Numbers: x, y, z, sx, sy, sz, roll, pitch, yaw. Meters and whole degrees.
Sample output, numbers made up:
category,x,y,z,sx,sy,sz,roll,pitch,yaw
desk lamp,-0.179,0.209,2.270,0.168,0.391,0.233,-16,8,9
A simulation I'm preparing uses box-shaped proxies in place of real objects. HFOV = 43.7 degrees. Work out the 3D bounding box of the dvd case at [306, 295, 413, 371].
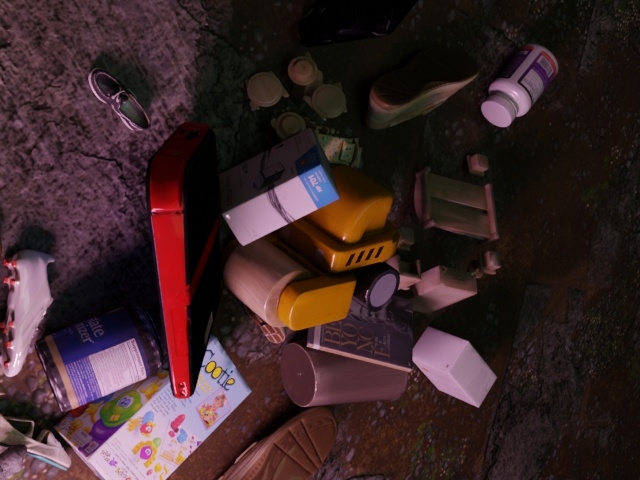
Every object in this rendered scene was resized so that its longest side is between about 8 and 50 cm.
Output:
category,x,y,z,sx,sy,sz,roll,pitch,yaw
dvd case,0.084,0.164,1.600,0.221,0.018,0.165,16,52,-14

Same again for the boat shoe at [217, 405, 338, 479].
category,x,y,z,sx,sy,sz,roll,pitch,yaw
boat shoe,-0.112,0.443,1.568,0.341,0.110,0.122,-38,112,-24

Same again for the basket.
category,x,y,z,sx,sy,sz,roll,pitch,yaw
basket,0.045,0.250,1.629,0.226,0.154,0.205,-7,90,-35

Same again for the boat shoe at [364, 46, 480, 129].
category,x,y,z,sx,sy,sz,roll,pitch,yaw
boat shoe,0.210,-0.316,1.666,0.302,0.109,0.098,-31,159,-32

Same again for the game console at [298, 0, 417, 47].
category,x,y,z,sx,sy,sz,roll,pitch,yaw
game console,0.117,-0.477,1.469,0.361,0.213,0.044,-55,130,-31

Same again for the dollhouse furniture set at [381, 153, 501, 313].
category,x,y,z,sx,sy,sz,roll,pitch,yaw
dollhouse furniture set,0.227,-0.035,1.786,0.303,0.173,0.356,13,63,-30

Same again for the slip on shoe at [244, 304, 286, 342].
category,x,y,z,sx,sy,sz,roll,pitch,yaw
slip on shoe,-0.105,0.137,1.540,0.135,0.051,0.041,58,24,-26

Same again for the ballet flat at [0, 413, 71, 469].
category,x,y,z,sx,sy,sz,roll,pitch,yaw
ballet flat,-0.457,0.318,1.269,0.168,0.057,0.052,39,65,-40

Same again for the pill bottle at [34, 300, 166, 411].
category,x,y,z,sx,sy,sz,roll,pitch,yaw
pill bottle,-0.328,0.175,1.269,0.219,0.123,0.123,-22,116,-22

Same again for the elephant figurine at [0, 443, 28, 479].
category,x,y,z,sx,sy,sz,roll,pitch,yaw
elephant figurine,-0.571,0.364,1.130,0.186,0.169,0.240,79,36,-70

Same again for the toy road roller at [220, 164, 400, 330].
category,x,y,z,sx,sy,sz,roll,pitch,yaw
toy road roller,0.000,0.000,1.451,0.329,0.202,0.241,-12,125,-41

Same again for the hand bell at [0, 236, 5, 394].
category,x,y,z,sx,sy,sz,roll,pitch,yaw
hand bell,-0.498,0.094,1.157,0.126,0.126,0.242,17,78,-42

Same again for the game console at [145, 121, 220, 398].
category,x,y,z,sx,sy,sz,roll,pitch,yaw
game console,-0.203,0.008,1.234,0.060,0.386,0.342,1,108,-1

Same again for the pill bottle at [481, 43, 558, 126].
category,x,y,z,sx,sy,sz,roll,pitch,yaw
pill bottle,0.459,-0.357,1.856,0.193,0.108,0.108,-50,128,-20

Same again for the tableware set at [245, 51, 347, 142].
category,x,y,z,sx,sy,sz,roll,pitch,yaw
tableware set,-0.043,-0.259,1.437,0.168,0.020,0.141,-31,86,-12

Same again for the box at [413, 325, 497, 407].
category,x,y,z,sx,sy,sz,roll,pitch,yaw
box,0.314,0.298,1.885,0.091,0.130,0.170,-54,130,-16

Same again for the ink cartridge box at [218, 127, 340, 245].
category,x,y,z,sx,sy,sz,roll,pitch,yaw
ink cartridge box,-0.075,-0.094,1.383,0.190,0.140,0.082,-25,125,7

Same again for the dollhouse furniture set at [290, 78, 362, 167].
category,x,y,z,sx,sy,sz,roll,pitch,yaw
dollhouse furniture set,0.037,-0.225,1.525,0.181,0.101,0.161,3,99,-42

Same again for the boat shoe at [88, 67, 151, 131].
category,x,y,z,sx,sy,sz,roll,pitch,yaw
boat shoe,-0.315,-0.221,1.261,0.046,0.038,0.125,-49,128,-21

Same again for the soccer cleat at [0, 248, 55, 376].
category,x,y,z,sx,sy,sz,roll,pitch,yaw
soccer cleat,-0.447,0.112,1.217,0.076,0.068,0.196,5,95,-45

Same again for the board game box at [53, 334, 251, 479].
category,x,y,z,sx,sy,sz,roll,pitch,yaw
board game box,-0.280,0.285,1.354,0.275,0.142,0.144,-43,125,-24
